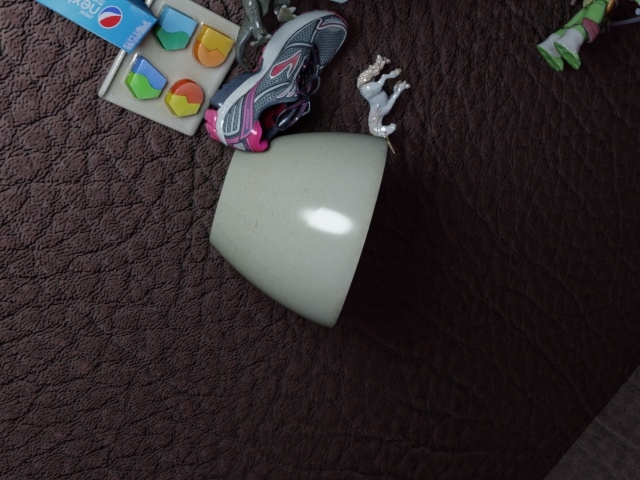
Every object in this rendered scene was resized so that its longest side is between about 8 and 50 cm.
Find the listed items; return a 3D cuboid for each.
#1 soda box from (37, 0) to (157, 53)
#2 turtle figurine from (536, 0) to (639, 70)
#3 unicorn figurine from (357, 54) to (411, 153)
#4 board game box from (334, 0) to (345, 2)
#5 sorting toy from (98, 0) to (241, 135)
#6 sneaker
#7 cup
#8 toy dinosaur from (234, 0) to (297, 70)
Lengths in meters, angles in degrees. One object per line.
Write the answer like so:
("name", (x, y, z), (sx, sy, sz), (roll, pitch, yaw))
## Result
("soda box", (-0.330, -0.342, 1.581), (0.067, 0.071, 0.210), (-48, 140, 13))
("turtle figurine", (0.584, -0.425, 2.268), (0.266, 0.198, 0.274), (-44, 134, -5))
("unicorn figurine", (0.113, -0.255, 2.067), (0.111, 0.060, 0.162), (-47, 122, -6))
("board game box", (-0.038, -0.509, 1.592), (0.224, 0.097, 0.303), (7, 69, -44))
("sorting toy", (-0.220, -0.271, 1.762), (0.208, 0.038, 0.193), (20, 103, -47))
("sneaker", (-0.051, -0.252, 1.859), (0.299, 0.112, 0.121), (-50, 142, -18))
("cup", (-0.049, -0.042, 1.890), (0.237, 0.331, 0.331), (16, 111, -3))
("toy dinosaur", (-0.083, -0.396, 1.717), (0.121, 0.160, 0.313), (-8, 140, -3))
